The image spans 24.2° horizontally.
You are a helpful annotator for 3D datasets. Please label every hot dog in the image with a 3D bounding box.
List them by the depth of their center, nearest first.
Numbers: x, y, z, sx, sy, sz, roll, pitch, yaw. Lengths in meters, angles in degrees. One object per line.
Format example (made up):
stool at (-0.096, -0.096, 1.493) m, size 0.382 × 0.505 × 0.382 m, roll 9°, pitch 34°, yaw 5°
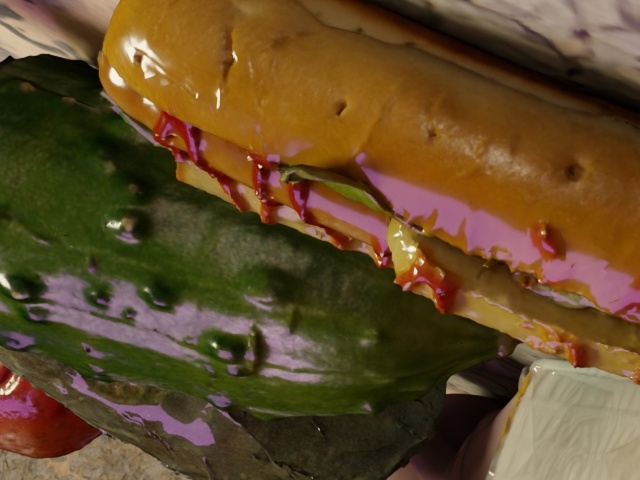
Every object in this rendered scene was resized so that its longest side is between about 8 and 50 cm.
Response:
hot dog at (0.044, -0.013, 0.447) m, size 0.250 × 0.076 × 0.104 m, roll 26°, pitch 168°, yaw 10°

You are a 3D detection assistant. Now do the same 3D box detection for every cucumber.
cucumber at (-0.032, 0.009, 0.616) m, size 0.244 × 0.134 × 0.134 m, roll 15°, pitch 166°, yaw 15°

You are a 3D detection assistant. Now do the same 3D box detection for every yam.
yam at (-0.068, 0.059, 0.846) m, size 0.254 × 0.154 × 0.154 m, roll 29°, pitch 168°, yaw -19°

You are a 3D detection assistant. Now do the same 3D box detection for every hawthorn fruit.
hawthorn fruit at (-0.211, 0.078, 1.173) m, size 0.179 × 0.179 × 0.200 m, roll 29°, pitch 159°, yaw -12°

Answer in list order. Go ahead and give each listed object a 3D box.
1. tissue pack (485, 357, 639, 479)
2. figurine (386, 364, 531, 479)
tissue pack at (0.212, 0.155, 0.696) m, size 0.225 × 0.124 × 0.185 m, roll 29°, pitch 165°, yaw -19°
figurine at (0.102, 0.176, 0.912) m, size 0.176 × 0.186 × 0.287 m, roll 25°, pitch 161°, yaw -15°
